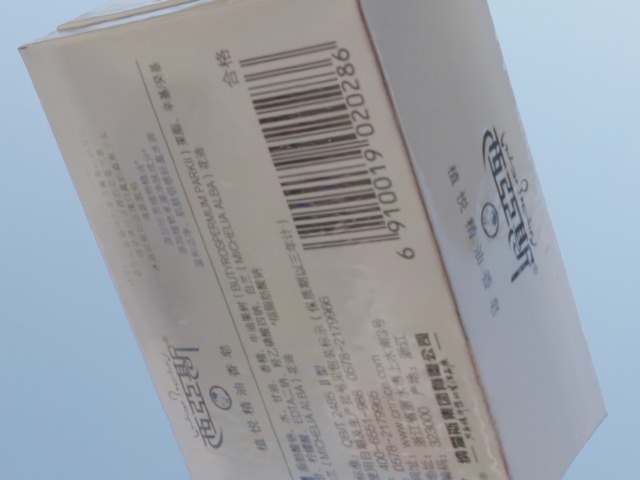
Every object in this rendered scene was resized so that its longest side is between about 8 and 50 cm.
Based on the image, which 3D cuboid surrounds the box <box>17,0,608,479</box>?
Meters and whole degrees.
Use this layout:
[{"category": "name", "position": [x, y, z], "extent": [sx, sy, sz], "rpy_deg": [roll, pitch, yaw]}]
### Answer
[{"category": "box", "position": [0.001, -0.001, 0.702], "extent": [0.203, 0.274, 0.116], "rpy_deg": [-6, -158, 37]}]
